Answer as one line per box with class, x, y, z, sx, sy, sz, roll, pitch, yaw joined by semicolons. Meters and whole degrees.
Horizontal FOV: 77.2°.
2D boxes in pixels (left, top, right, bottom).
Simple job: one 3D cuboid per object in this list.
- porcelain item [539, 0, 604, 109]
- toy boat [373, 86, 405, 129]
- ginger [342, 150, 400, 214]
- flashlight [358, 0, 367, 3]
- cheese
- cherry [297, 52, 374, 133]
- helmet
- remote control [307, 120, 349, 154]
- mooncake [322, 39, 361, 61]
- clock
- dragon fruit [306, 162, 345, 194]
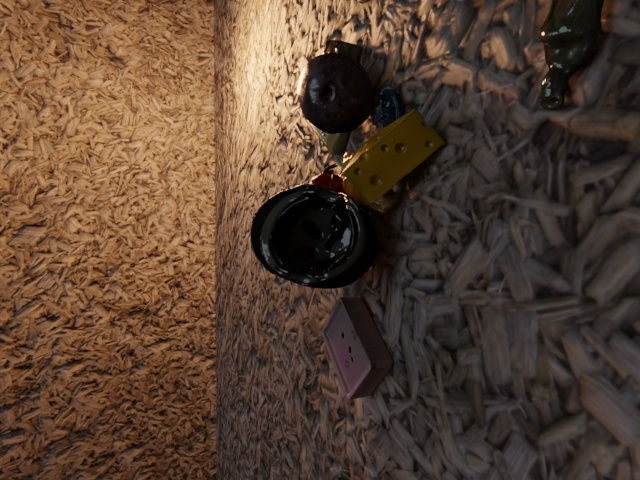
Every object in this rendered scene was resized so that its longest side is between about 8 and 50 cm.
porcelain item;0.320;-0.281;0.512;0.081;0.069;0.215;44;134;54
toy boat;0.146;-0.266;0.864;0.060;0.061;0.137;-28;63;60
ginger;0.099;-0.114;0.930;0.115;0.081;0.205;-63;39;34
flashlight;0.121;-0.607;0.990;0.083;0.018;0.018;27;110;61
cheese;0.148;-0.174;0.785;0.171;0.093;0.126;-31;19;46
cherry;0.032;-0.346;0.944;0.195;0.195;0.194;-10;79;63
helmet;0.000;0.000;0.945;0.306;0.177;0.224;17;84;36
remote control;0.020;-0.336;1.155;0.233;0.038;0.098;63;141;47
mooncake;0.043;-0.470;1.081;0.130;0.073;0.125;-127;44;-55
clock;0.081;0.250;0.951;0.150;0.063;0.197;-67;33;35
dragon fruit;0.016;-0.128;1.070;0.142;0.130;0.121;46;162;54
